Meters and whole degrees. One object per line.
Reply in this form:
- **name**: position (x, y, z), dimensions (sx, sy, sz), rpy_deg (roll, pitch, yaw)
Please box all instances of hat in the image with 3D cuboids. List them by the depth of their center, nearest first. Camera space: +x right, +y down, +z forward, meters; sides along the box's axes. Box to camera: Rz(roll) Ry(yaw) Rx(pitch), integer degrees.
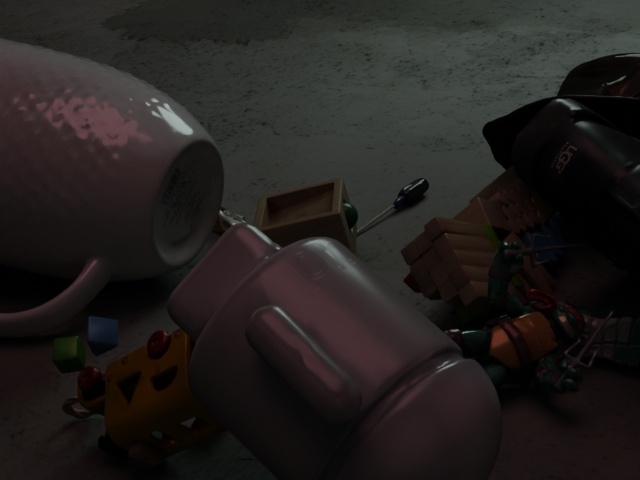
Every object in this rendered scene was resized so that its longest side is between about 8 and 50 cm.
- **hat**: position (0.368, -0.150, 1.943), dimensions (0.331, 0.331, 0.133), rpy_deg (6, 71, 23)

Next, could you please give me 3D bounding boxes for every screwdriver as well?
- **screwdriver**: position (0.090, -0.037, 2.094), dimensions (0.025, 0.024, 0.170), rpy_deg (36, 47, 14)

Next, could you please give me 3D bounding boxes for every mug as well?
- **mug**: position (-0.319, -0.046, 1.952), dimensions (0.328, 0.276, 0.374), rpy_deg (16, 62, 24)

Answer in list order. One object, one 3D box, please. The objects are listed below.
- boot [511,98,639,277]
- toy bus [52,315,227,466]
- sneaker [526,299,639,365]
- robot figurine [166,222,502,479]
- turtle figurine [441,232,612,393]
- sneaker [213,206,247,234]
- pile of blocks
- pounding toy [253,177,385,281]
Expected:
- **boot**: position (0.438, 0.049, 1.654), dimensions (0.367, 0.146, 0.445), rpy_deg (19, 17, -43)
- **toy bus**: position (-0.169, 0.170, 1.600), dimensions (0.191, 0.202, 0.104), rpy_deg (0, 56, -5)
- **sneaker**: position (0.300, 0.099, 1.733), dimensions (0.166, 0.065, 0.076), rpy_deg (14, 11, 35)
- **robot figurine**: position (0.021, 0.136, 1.460), dimensions (0.353, 0.199, 0.300), rpy_deg (42, 4, 21)
- **turtle figurine**: position (0.203, 0.104, 1.648), dimensions (0.234, 0.118, 0.175), rpy_deg (-25, 58, -19)
- **sneaker**: position (-0.118, -0.023, 2.094), dimensions (0.037, 0.031, 0.083), rpy_deg (-3, 27, -29)
- **pile of blocks**: position (0.197, 0.024, 1.874), dimensions (0.113, 0.149, 0.362), rpy_deg (-41, -5, 31)
- **pounding toy**: position (0.000, 0.000, 1.963), dimensions (0.141, 0.100, 0.130), rpy_deg (-13, 24, 9)
